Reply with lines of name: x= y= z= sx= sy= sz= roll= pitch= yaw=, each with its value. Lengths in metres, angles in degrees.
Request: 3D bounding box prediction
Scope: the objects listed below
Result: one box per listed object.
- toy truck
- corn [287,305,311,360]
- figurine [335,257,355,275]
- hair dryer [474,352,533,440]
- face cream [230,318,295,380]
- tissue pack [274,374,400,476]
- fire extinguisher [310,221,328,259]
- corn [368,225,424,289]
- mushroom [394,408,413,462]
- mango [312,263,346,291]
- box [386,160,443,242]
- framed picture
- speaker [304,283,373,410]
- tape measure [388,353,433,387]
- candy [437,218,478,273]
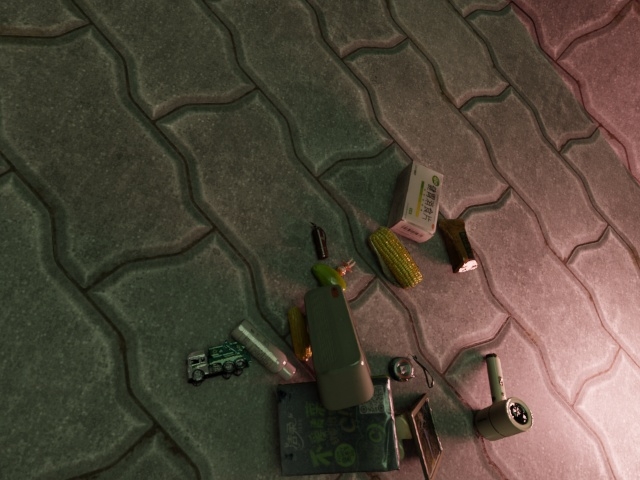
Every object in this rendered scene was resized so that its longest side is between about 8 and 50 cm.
toy truck: x=-0.352 y=0.413 z=1.410 sx=0.215 sy=0.110 sz=0.116 roll=-8 pitch=63 yaw=-22
corn: x=-0.079 y=0.351 z=1.549 sx=0.067 sy=0.067 sz=0.207 roll=-9 pitch=73 yaw=-23
figurine: x=0.104 y=0.112 z=1.712 sx=0.109 sy=0.047 sz=0.064 roll=-34 pitch=79 yaw=-38
hair dryer: x=0.741 y=0.624 z=1.716 sx=0.128 sy=0.203 sz=0.362 roll=18 pitch=50 yaw=-11
face cream: x=-0.202 y=0.399 z=1.480 sx=0.269 sy=0.082 sz=0.082 roll=43 pitch=63 yaw=-3
tissue pack: x=0.055 y=0.617 z=1.385 sx=0.393 sy=0.124 sz=0.288 roll=-9 pitch=71 yaw=9
fire extinguisher: x=0.000 y=0.000 z=1.715 sx=0.078 sy=0.045 sz=0.157 roll=2 pitch=68 yaw=-49
corn: x=0.325 y=0.079 z=1.773 sx=0.305 sy=0.122 sz=0.123 roll=56 pitch=36 yaw=1
mushroom: x=0.237 y=0.705 z=1.488 sx=0.236 sy=0.162 sz=0.174 roll=-22 pitch=83 yaw=18
mango: x=0.035 y=0.157 z=1.653 sx=0.165 sy=0.074 sz=0.091 roll=44 pitch=65 yaw=-2
box: x=0.433 y=-0.172 z=1.875 sx=0.173 sy=0.145 sz=0.333 roll=21 pitch=66 yaw=-11
framed picture: x=0.389 y=0.711 z=1.504 sx=0.020 sy=0.324 sz=0.241 roll=-18 pitch=75 yaw=20
speaker: x=0.049 y=0.343 z=1.407 sx=0.183 sy=0.184 sz=0.406 roll=-15 pitch=34 yaw=0
tape measure: x=0.350 y=0.511 z=1.603 sx=0.107 sy=0.179 sz=0.105 roll=-10 pitch=92 yaw=-24
candy: x=0.643 y=0.017 z=1.919 sx=0.143 sy=0.101 sz=0.272 roll=-6 pitch=68 yaw=-16
